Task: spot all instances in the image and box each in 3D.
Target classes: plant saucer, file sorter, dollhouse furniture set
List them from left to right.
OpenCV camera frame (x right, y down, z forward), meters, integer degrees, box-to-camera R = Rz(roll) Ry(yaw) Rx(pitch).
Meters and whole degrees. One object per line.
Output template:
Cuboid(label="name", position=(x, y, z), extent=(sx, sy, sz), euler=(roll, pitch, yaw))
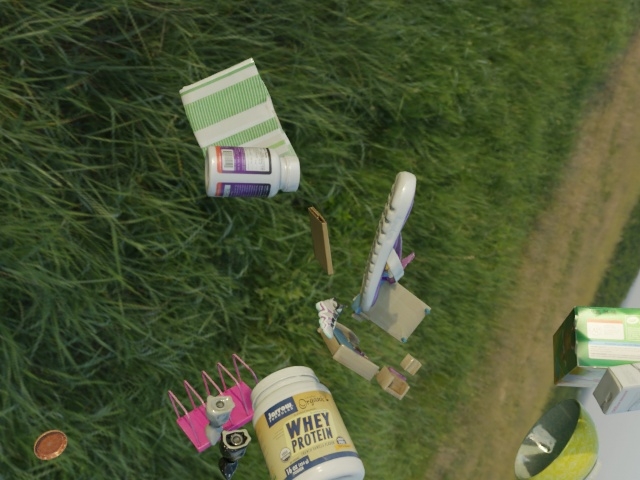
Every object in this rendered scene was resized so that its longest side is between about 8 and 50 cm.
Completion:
Cuboid(label="plant saucer", position=(-0.726, 0.548, 1.585), extent=(0.083, 0.013, 0.084), euler=(-13, 112, -36))
Cuboid(label="file sorter", position=(-0.380, 0.578, 2.159), extent=(0.290, 0.202, 0.182), euler=(-26, 120, -27))
Cuboid(label="dollhouse furniture set", position=(0.188, 0.237, 1.717), extent=(0.286, 0.198, 0.303), euler=(35, 95, -19))

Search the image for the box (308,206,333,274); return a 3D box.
Cuboid(label="box", position=(0.000, 0.000, 2.084), extent=(0.021, 0.164, 0.201), euler=(-14, 116, -14))

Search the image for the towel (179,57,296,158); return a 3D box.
Cuboid(label="towel", position=(-0.234, -0.318, 1.679), extent=(0.038, 0.247, 0.325), euler=(-95, 163, -76))

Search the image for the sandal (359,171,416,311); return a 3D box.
Cuboid(label="sandal", position=(0.170, 0.031, 1.375), extent=(0.416, 0.102, 0.169), euler=(103, 4, -46))

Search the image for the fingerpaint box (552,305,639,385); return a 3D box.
Cuboid(label="fingerpaint box", position=(0.873, 0.296, 1.554), extent=(0.371, 0.444, 0.163), euler=(58, 35, -65))

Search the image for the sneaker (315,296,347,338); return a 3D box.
Cuboid(label="sneaker", position=(0.031, 0.163, 1.294), extent=(0.069, 0.098, 0.038), euler=(-26, 139, 11))

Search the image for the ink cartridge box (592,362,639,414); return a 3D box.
Cuboid(label="ink cartridge box", position=(0.716, 0.333, 1.341), extent=(0.150, 0.063, 0.109), euler=(-5, 131, -10))

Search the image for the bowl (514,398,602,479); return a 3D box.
Cuboid(label="bowl", position=(0.724, 0.629, 1.731), extent=(0.289, 0.156, 0.289), euler=(-51, 173, -8))

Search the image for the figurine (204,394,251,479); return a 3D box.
Cuboid(label="figurine", position=(-0.317, 0.635, 1.903), extent=(0.092, 0.215, 0.210), euler=(-9, 136, -31))

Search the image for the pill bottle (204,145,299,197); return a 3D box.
Cuboid(label="pill bottle", position=(-0.147, -0.146, 1.267), extent=(0.193, 0.108, 0.108), euler=(0, 116, -17))

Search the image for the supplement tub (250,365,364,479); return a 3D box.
Cuboid(label="supplement tub", position=(-0.046, 0.514, 1.542), extent=(0.228, 0.316, 0.228), euler=(-17, 140, -15))
